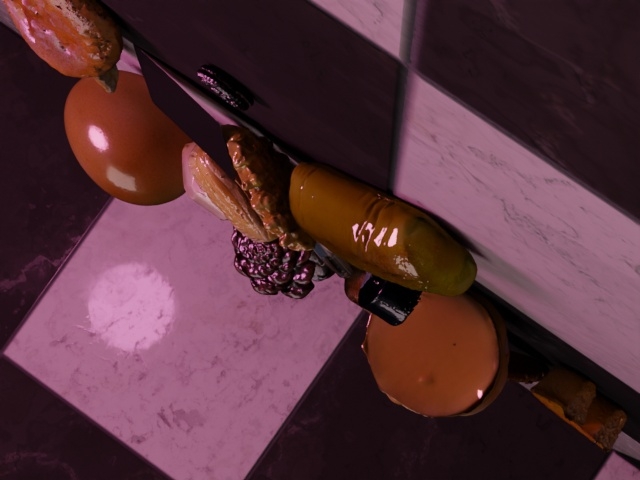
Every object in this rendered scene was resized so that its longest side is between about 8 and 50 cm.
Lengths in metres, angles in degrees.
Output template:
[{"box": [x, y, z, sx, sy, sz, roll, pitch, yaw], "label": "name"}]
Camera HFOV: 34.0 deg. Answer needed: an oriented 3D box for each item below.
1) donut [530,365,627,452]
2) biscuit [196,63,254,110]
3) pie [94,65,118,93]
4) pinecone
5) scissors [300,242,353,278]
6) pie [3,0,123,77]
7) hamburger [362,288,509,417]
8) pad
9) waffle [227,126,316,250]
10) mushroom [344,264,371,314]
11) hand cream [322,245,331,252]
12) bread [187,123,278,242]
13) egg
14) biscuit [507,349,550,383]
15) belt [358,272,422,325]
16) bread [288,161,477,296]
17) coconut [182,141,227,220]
[{"box": [0.517, 0.332, 2.160, 0.152, 0.101, 0.259, 33, 177, 45], "label": "donut"}, {"box": [-0.136, -0.218, 1.495, 0.089, 0.027, 0.087, 34, 176, 12], "label": "biscuit"}, {"box": [-0.449, -0.375, 1.925, 0.201, 0.090, 0.248, 45, 179, 12], "label": "pie"}, {"box": [-0.063, 0.002, 2.215, 0.244, 0.244, 0.309, 35, -164, 8], "label": "pinecone"}, {"box": [0.000, 0.000, 2.024, 0.041, 0.138, 0.289, -9, 147, 22], "label": "scissors"}, {"box": [-0.440, -0.370, 1.714, 0.273, 0.069, 0.273, 28, 153, 16], "label": "pie"}, {"box": [0.231, 0.202, 1.987, 0.276, 0.276, 0.237, 34, -173, 17], "label": "hamburger"}, {"box": [-0.239, -0.228, 1.850, 0.265, 0.009, 0.160, 43, 160, 29], "label": "pad"}, {"box": [-0.071, -0.078, 1.782, 0.249, 0.056, 0.253, 32, -152, -61], "label": "waffle"}, {"box": [0.181, 0.131, 2.220, 0.278, 0.163, 0.297, 44, -176, 38], "label": "mushroom"}, {"box": [0.055, -0.026, 1.965, 0.147, 0.093, 0.306, 38, -173, 6], "label": "hand cream"}, {"box": [-0.139, -0.109, 1.968, 0.236, 0.140, 0.106, 48, 154, -20], "label": "bread"}, {"box": [-0.392, -0.218, 2.193, 0.322, 0.250, 0.250, 42, 177, 0], "label": "egg"}, {"box": [0.363, 0.270, 2.339, 0.305, 0.038, 0.305, 10, -175, -1], "label": "biscuit"}, {"box": [0.129, 0.060, 1.783, 0.078, 0.151, 0.198, 31, -173, -7], "label": "belt"}, {"box": [0.076, -0.011, 1.574, 0.166, 0.112, 0.383, 38, 176, -35], "label": "bread"}, {"box": [-0.194, -0.138, 2.093, 0.183, 0.171, 0.171, 42, 175, -19], "label": "coconut"}]
